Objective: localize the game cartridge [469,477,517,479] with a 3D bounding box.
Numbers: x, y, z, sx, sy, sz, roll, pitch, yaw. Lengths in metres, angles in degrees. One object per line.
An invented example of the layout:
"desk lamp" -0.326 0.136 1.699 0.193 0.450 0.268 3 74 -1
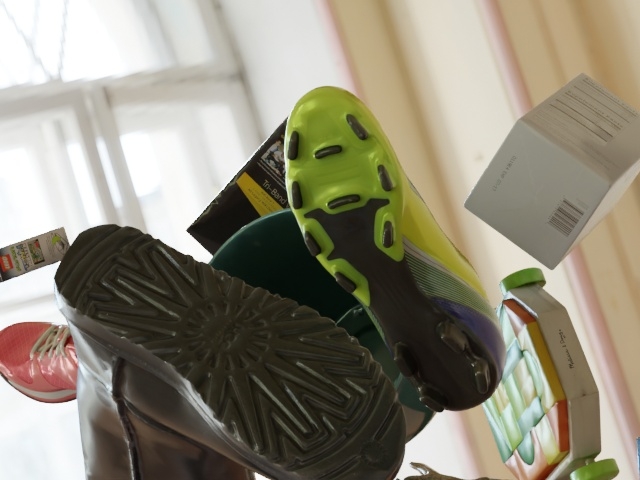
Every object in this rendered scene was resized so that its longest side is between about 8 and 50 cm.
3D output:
"game cartridge" 0.375 0.422 2.399 0.294 0.060 0.196 1 -34 25

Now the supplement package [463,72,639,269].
"supplement package" 0.299 -0.089 1.937 0.244 0.134 0.139 -35 -21 -57

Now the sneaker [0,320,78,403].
"sneaker" -0.302 0.144 2.083 0.314 0.116 0.136 13 -37 24

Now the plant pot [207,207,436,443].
"plant pot" 0.024 0.129 1.874 0.293 0.293 0.235 -21 -23 23

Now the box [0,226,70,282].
"box" -0.384 0.034 1.758 0.207 0.036 0.114 -14 6 35

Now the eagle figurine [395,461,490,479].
"eagle figurine" 0.193 0.479 2.284 0.225 0.298 0.226 -1 2 10

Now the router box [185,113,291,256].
"router box" 0.000 0.000 2.281 0.243 0.309 0.081 -46 1 27

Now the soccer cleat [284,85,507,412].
"soccer cleat" 0.057 0.003 1.263 0.093 0.289 0.121 -24 18 21

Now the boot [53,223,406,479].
"boot" -0.089 0.216 1.560 0.146 0.367 0.445 -42 -24 -30

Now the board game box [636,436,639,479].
"board game box" 0.654 0.303 2.243 0.308 0.086 0.302 -2 -3 -45

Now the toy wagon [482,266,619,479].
"toy wagon" 0.259 0.203 1.976 0.068 0.267 0.344 -12 -22 -15
